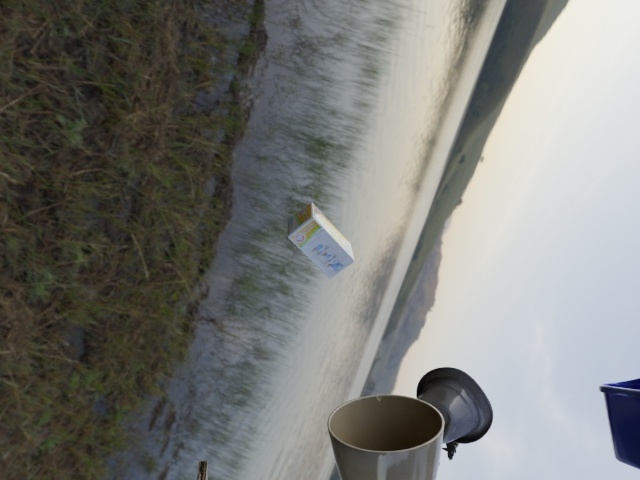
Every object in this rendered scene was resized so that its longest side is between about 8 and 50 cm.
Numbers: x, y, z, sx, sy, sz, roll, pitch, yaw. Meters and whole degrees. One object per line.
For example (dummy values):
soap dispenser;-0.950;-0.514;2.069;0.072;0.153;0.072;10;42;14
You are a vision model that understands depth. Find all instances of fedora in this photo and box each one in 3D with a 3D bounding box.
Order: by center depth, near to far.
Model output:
fedora;0.373;0.526;1.551;0.124;0.243;0.275;-21;165;-37

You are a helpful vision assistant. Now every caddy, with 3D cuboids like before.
caddy;0.628;0.288;0.848;0.341;0.241;0.179;77;11;-78

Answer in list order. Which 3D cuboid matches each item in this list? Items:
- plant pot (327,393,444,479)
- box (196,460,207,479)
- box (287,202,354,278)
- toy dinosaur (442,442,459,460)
plant pot;0.150;0.530;1.143;0.256;0.257;0.274;-31;119;-73
box;-0.281;0.621;1.187;0.201;0.021;0.164;108;-16;-55
box;0.000;0.000;1.579;0.103;0.203;0.114;-37;-155;15
toy dinosaur;0.433;0.694;1.915;0.164;0.218;0.322;-47;145;-26
